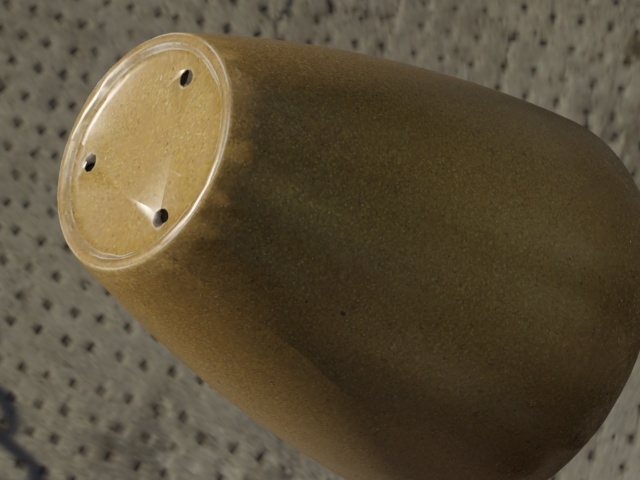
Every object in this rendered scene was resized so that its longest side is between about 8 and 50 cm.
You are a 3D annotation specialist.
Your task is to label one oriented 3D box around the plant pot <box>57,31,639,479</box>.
[{"bbox_3d":[0.000,0.000,0.847,0.237,0.254,0.237,-20,59,38],"label":"plant pot"}]
